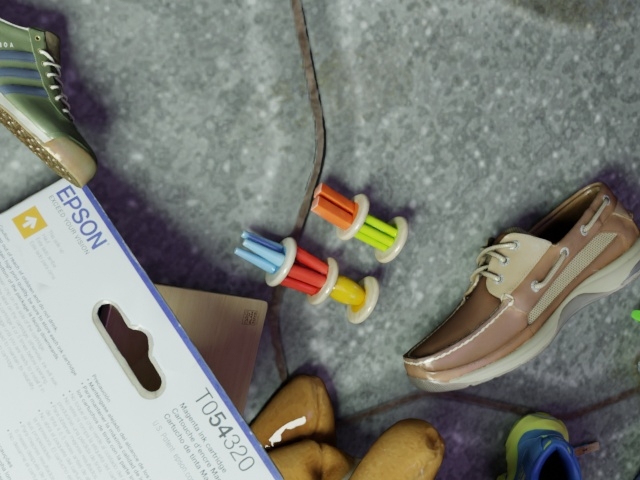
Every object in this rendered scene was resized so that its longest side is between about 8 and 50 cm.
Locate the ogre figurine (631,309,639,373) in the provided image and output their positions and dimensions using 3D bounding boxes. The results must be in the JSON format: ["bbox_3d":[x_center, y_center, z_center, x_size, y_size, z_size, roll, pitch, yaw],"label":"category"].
[{"bbox_3d":[0.435,0.116,1.017,0.118,0.097,0.197,24,105,-40],"label":"ogre figurine"}]

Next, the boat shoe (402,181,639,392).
[{"bbox_3d":[0.210,0.044,0.906,0.324,0.123,0.116,-32,100,-23],"label":"boat shoe"}]

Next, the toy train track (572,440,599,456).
[{"bbox_3d":[0.299,0.254,1.017,0.083,0.014,0.048,-7,92,-27],"label":"toy train track"}]

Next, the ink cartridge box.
[{"bbox_3d":[-0.251,0.158,0.664,0.330,0.071,0.324,-32,74,-16],"label":"ink cartridge box"}]

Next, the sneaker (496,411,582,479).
[{"bbox_3d":[0.232,0.313,0.927,0.091,0.126,0.240,4,88,2],"label":"sneaker"}]

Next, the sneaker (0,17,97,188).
[{"bbox_3d":[-0.240,-0.136,0.697,0.192,0.064,0.086,42,73,0],"label":"sneaker"}]

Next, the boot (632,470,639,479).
[{"bbox_3d":[0.465,0.268,1.068,0.190,0.069,0.086,-7,129,-32],"label":"boot"}]

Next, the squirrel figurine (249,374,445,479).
[{"bbox_3d":[0.023,0.349,0.718,0.397,0.370,0.281,-42,110,-13],"label":"squirrel figurine"}]

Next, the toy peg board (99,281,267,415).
[{"bbox_3d":[-0.151,0.116,0.789,0.161,0.079,0.161,12,92,-39],"label":"toy peg board"}]

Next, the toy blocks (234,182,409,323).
[{"bbox_3d":[0.000,0.000,0.839,0.148,0.054,0.123,27,87,-23],"label":"toy blocks"}]
